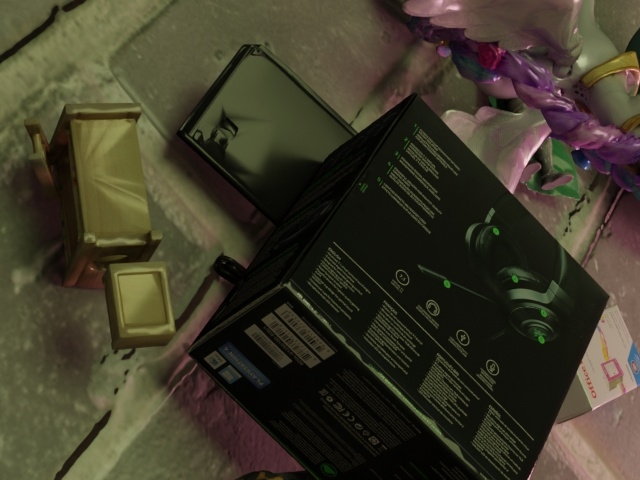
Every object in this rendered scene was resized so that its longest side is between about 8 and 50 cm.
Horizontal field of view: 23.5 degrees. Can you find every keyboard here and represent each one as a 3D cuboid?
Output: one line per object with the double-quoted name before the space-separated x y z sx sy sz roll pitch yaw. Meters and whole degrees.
"keyboard" 0.000 0.000 1.326 0.317 0.033 0.201 42 63 -19

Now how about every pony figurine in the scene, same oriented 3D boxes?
"pony figurine" 0.192 -0.171 1.470 0.351 0.302 0.363 2 37 -18

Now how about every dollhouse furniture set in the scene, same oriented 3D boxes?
"dollhouse furniture set" -0.207 0.004 1.122 0.161 0.101 0.181 -3 69 -21

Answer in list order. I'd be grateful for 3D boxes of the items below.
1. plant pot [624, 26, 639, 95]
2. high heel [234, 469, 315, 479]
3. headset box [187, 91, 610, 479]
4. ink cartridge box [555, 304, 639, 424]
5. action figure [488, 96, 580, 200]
"plant pot" 0.476 -0.150 1.767 0.293 0.293 0.235 15 43 -41
"high heel" 0.006 0.299 1.164 0.186 0.093 0.261 -2 68 -40
"headset box" 0.075 0.057 1.216 0.246 0.131 0.283 44 45 -11
"ink cartridge box" 0.270 0.125 1.557 0.122 0.052 0.088 -16 81 -48
"action figure" 0.221 -0.164 1.667 0.137 0.063 0.232 17 54 -36
